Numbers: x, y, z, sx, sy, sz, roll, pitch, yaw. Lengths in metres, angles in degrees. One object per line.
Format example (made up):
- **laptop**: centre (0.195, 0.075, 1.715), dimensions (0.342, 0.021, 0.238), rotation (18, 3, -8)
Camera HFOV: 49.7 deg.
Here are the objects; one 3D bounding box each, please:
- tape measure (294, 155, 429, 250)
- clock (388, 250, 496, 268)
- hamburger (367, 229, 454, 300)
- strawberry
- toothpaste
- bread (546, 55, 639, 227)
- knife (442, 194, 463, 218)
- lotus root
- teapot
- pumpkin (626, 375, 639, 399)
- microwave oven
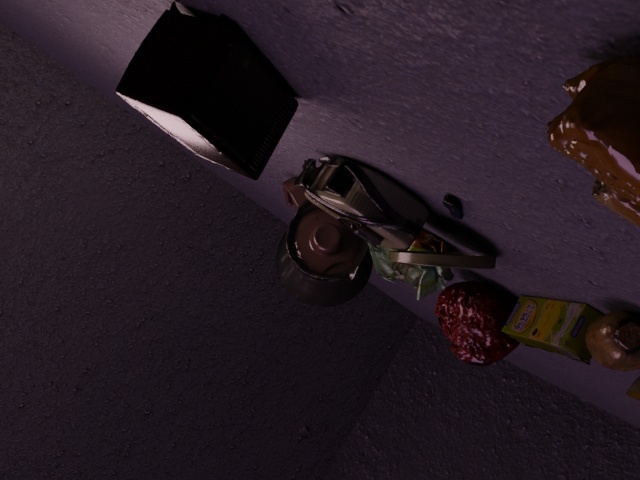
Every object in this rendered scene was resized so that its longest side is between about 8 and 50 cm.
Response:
- **tape measure**: centre (0.087, -0.078, 1.479), dimensions (0.271, 0.133, 0.231), rotation (35, 174, -14)
- **clock**: centre (0.266, 0.038, 1.518), dimensions (0.235, 0.029, 0.235), rotation (4, -178, 0)
- **hamburger**: centre (0.215, 0.046, 1.790), dimensions (0.260, 0.150, 0.276), rotation (33, 175, -2)
- **strawberry**: centre (0.433, 0.232, 1.914), dimensions (0.274, 0.220, 0.274), rotation (27, 172, 4)
- **toothpaste**: centre (0.541, 0.201, 1.615), dimensions (0.077, 0.110, 0.327), rotation (30, 175, -7)
- **bread**: centre (0.366, -0.023, 0.602), dimensions (0.380, 0.109, 0.185), rotation (33, -177, 2)
- **knife**: centre (0.254, -0.059, 1.314), dimensions (0.031, 0.018, 0.121), rotation (21, 172, 21)
- **lotus root**: centre (0.587, 0.199, 1.352), dimensions (0.125, 0.118, 0.221), rotation (47, 178, 21)
- **teapot**: centre (0.000, 0.000, 2.076), dimensions (0.376, 0.305, 0.362), rotation (59, 170, 12)
- **pumpkin**: centre (0.773, 0.311, 1.464), dimensions (0.217, 0.110, 0.217), rotation (20, 166, 5)
- **microwave oven**: centre (-0.186, -0.246, 1.168), dimensions (0.188, 0.178, 0.247), rotation (27, 173, 33)
